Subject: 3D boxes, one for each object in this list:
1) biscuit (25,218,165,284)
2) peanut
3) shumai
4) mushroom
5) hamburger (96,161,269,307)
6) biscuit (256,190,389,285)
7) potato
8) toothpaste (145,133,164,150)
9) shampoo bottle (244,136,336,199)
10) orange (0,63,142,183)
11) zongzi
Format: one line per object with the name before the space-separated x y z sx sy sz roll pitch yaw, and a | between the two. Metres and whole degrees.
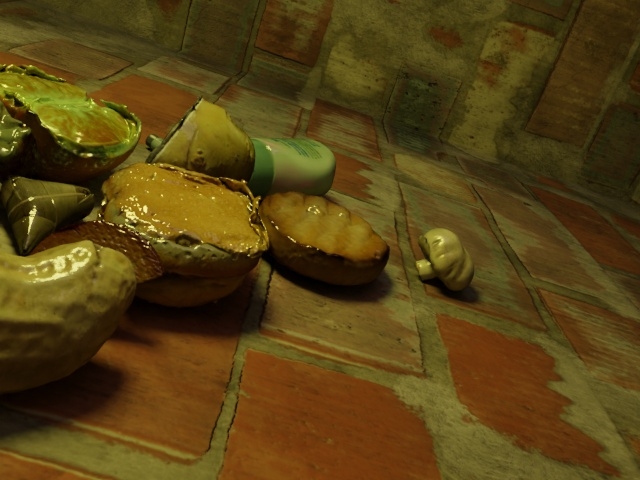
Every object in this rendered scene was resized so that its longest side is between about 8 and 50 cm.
biscuit | -0.333 0.034 0.924 0.206 0.025 0.126 -17 76 -11
peanut | -0.379 0.094 0.753 0.340 0.158 0.174 3 65 -43
shumai | -0.620 -0.198 1.160 0.222 0.225 0.261 15 44 -35
mushroom | 0.277 0.048 1.476 0.154 0.122 0.154 58 6 -9
hamburger | -0.234 -0.011 1.097 0.318 0.158 0.318 13 31 -8
biscuit | 0.000 0.000 1.368 0.296 0.102 0.296 19 24 -9
potato | -0.252 -0.141 1.325 0.196 0.246 0.300 39 45 -13
toothpaste | -0.353 -0.200 1.624 0.239 0.039 0.062 35 19 28
shampoo bottle | -0.129 -0.178 1.606 0.222 0.151 0.349 28 22 33
orange | -0.535 -0.231 1.335 0.334 0.196 0.262 22 35 16
zongzi | -0.451 -0.035 1.112 0.160 0.078 0.176 -1 40 -42
